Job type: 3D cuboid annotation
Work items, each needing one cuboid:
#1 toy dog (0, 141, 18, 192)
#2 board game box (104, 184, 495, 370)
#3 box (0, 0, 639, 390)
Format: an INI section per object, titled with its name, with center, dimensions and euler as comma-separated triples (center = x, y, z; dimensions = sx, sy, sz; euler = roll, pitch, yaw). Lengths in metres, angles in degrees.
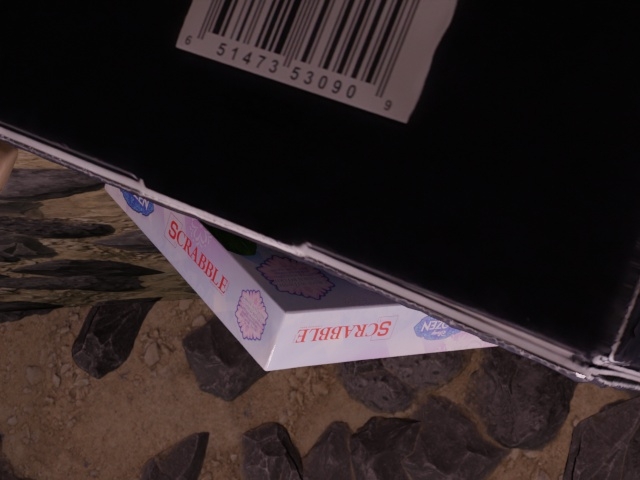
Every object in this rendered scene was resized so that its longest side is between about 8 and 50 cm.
[toy dog]
center = -0.323, -0.170, 1.272
dimensions = 0.220, 0.161, 0.333
euler = 39, 127, -22
[board game box]
center = 0.000, 0.000, 1.358
dimensions = 0.318, 0.066, 0.318
euler = -3, -147, -39
[box]
center = 0.096, -0.101, 0.967
dimensions = 0.480, 0.297, 0.472
euler = 21, 180, 28
